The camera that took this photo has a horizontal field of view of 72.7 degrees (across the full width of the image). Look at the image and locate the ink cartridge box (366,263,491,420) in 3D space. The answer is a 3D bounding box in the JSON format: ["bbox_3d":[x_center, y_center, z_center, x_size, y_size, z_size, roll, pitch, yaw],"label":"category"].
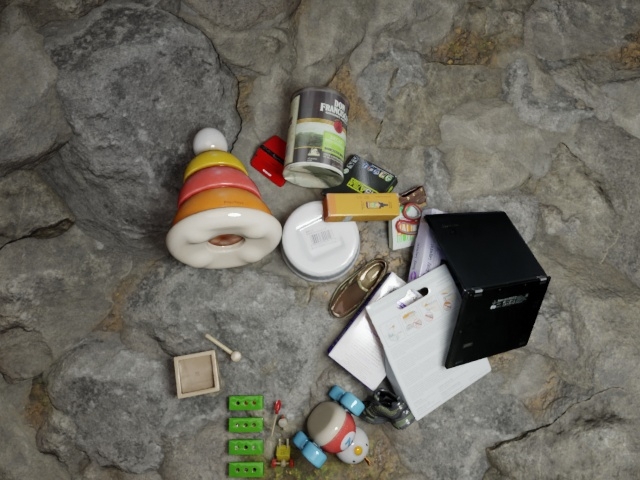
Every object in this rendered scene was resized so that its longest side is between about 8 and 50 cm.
[{"bbox_3d":[0.327,0.308,1.360,0.308,0.091,0.384,-26,94,-17],"label":"ink cartridge box"}]

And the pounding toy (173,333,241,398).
[{"bbox_3d":[-0.360,0.396,1.413,0.206,0.094,0.180,-8,77,-11],"label":"pounding toy"}]

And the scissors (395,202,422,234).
[{"bbox_3d":[0.390,-0.060,1.484,0.298,0.021,0.108,6,102,-24],"label":"scissors"}]

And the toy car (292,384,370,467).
[{"bbox_3d":[0.082,0.616,1.339,0.238,0.210,0.219,43,73,-7],"label":"toy car"}]

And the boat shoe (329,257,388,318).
[{"bbox_3d":[0.125,0.153,1.444,0.095,0.095,0.257,40,84,5],"label":"boat shoe"}]

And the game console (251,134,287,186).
[{"bbox_3d":[-0.151,-0.282,1.545,0.144,0.085,0.124,38,114,5],"label":"game console"}]

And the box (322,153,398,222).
[{"bbox_3d":[0.134,-0.180,1.486,0.191,0.045,0.184,35,80,27],"label":"box"}]

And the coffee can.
[{"bbox_3d":[-0.013,-0.336,1.447,0.202,0.201,0.274,5,77,0],"label":"coffee can"}]

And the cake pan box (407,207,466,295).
[{"bbox_3d":[0.426,0.051,1.437,0.246,0.070,0.266,16,83,-18],"label":"cake pan box"}]

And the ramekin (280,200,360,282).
[{"bbox_3d":[0.000,0.000,1.445,0.278,0.135,0.276,0,82,0],"label":"ramekin"}]

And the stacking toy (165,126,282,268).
[{"bbox_3d":[-0.329,-0.174,1.426,0.351,0.350,0.479,-11,64,-2],"label":"stacking toy"}]

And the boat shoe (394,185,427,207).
[{"bbox_3d":[0.264,-0.131,1.490,0.207,0.073,0.073,-20,116,-10],"label":"boat shoe"}]

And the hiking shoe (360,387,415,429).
[{"bbox_3d":[0.189,0.503,1.344,0.086,0.227,0.114,-23,94,-39],"label":"hiking shoe"}]

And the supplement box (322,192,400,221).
[{"bbox_3d":[0.128,-0.103,1.365,0.234,0.080,0.077,-2,75,-11],"label":"supplement box"}]

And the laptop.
[{"bbox_3d":[0.504,0.139,1.387,0.383,0.236,0.407,-4,113,-30],"label":"laptop"}]

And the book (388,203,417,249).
[{"bbox_3d":[0.280,-0.048,1.471,0.097,0.035,0.144,-11,111,-15],"label":"book"}]

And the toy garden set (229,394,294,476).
[{"bbox_3d":[-0.188,0.623,1.402,0.204,0.049,0.243,-1,81,1],"label":"toy garden set"}]

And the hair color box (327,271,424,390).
[{"bbox_3d":[0.197,0.290,1.420,0.185,0.110,0.338,39,85,3],"label":"hair color box"}]
